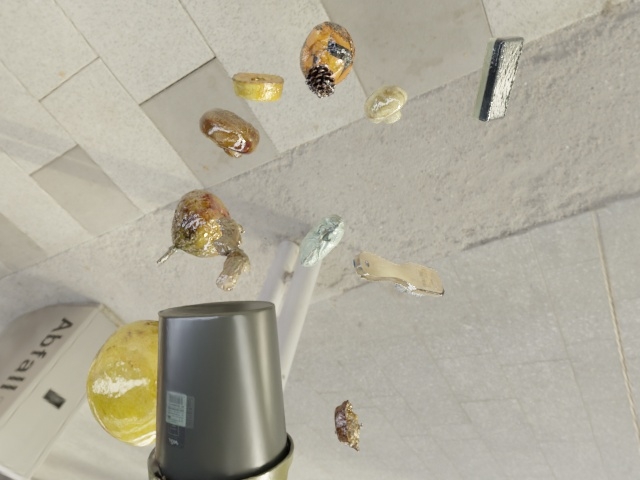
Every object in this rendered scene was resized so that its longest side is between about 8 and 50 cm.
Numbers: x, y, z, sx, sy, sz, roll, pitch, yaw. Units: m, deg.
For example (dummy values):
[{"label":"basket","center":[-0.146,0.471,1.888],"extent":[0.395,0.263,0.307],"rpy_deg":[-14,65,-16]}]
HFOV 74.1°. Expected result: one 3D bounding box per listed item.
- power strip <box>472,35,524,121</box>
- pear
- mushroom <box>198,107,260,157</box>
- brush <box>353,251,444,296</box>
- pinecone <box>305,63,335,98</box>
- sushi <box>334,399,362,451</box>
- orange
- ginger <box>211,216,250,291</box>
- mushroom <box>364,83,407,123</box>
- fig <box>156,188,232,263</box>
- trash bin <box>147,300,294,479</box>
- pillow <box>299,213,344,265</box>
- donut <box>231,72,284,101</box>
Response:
[{"label":"power strip","center":[0.554,-0.501,1.338],"extent":[0.105,0.070,0.257],"rpy_deg":[-18,126,-28]},{"label":"pear","center":[-0.450,0.364,1.114],"extent":[0.314,0.314,0.314],"rpy_deg":[8,133,9]},{"label":"mushroom","center":[-0.351,-0.412,1.631],"extent":[0.253,0.253,0.153],"rpy_deg":[27,92,-9]},{"label":"brush","center":[0.164,0.081,0.913],"extent":[0.065,0.070,0.327],"rpy_deg":[-25,153,35]},{"label":"pinecone","center":[0.003,-0.397,1.057],"extent":[0.077,0.083,0.077],"rpy_deg":[-18,142,-15]},{"label":"sushi","center":[0.069,0.444,1.014],"extent":[0.060,0.061,0.118],"rpy_deg":[-15,98,31]},{"label":"orange","center":[0.022,-0.692,1.593],"extent":[0.182,0.234,0.234],"rpy_deg":[-7,145,-35]},{"label":"ginger","center":[-0.289,0.036,1.368],"extent":[0.122,0.290,0.084],"rpy_deg":[27,125,-36]},{"label":"mushroom","center":[0.202,-0.417,1.309],"extent":[0.148,0.148,0.112],"rpy_deg":[-26,95,33]},{"label":"fig","center":[-0.531,-0.016,1.721],"extent":[0.368,0.286,0.286],"rpy_deg":[-37,118,2]},{"label":"trash bin","center":[-0.149,0.265,0.640],"extent":[0.214,0.214,0.334],"rpy_deg":[-5,86,20]},{"label":"pillow","center":[0.000,0.000,1.991],"extent":[0.138,0.310,0.283],"rpy_deg":[42,96,-3]},{"label":"donut","center":[-0.167,-0.412,1.139],"extent":[0.151,0.152,0.058],"rpy_deg":[9,117,8]}]
